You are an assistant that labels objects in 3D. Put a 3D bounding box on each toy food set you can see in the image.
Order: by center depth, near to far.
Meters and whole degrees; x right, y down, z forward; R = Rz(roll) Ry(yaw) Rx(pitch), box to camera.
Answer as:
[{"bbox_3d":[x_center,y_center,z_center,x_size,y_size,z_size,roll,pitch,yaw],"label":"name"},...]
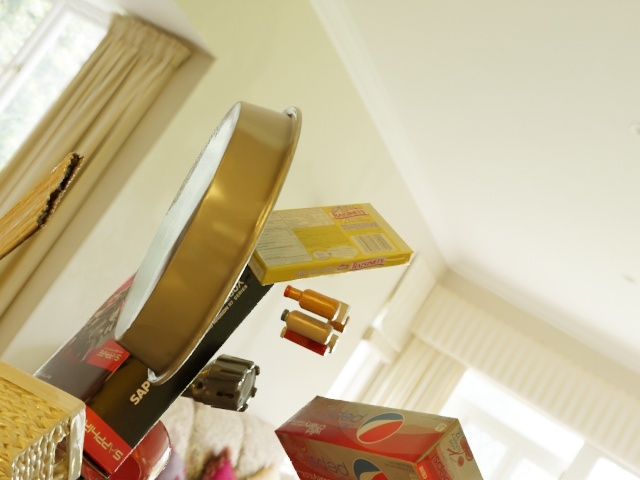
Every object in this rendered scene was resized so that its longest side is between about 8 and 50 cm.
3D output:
[{"bbox_3d":[-0.014,0.154,1.560,0.104,0.111,0.232,23,-5,11],"label":"toy food set"}]

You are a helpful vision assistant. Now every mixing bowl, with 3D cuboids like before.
[{"bbox_3d":[-0.376,0.409,1.513,0.181,0.181,0.098,36,9,-13],"label":"mixing bowl"}]

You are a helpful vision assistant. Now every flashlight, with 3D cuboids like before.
[{"bbox_3d":[-0.248,0.204,1.309,0.303,0.103,0.103,6,-13,17],"label":"flashlight"}]

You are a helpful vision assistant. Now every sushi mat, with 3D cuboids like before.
[{"bbox_3d":[-0.392,0.025,0.904,0.019,0.316,0.151,45,24,-26],"label":"sushi mat"}]

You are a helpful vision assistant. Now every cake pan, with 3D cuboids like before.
[{"bbox_3d":[-0.113,-0.009,0.762,0.054,0.293,0.293,28,-6,-15],"label":"cake pan"}]

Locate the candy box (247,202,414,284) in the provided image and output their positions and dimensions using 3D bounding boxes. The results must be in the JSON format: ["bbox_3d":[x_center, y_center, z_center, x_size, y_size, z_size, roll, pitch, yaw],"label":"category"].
[{"bbox_3d":[0.000,0.000,0.945,0.205,0.027,0.105,-6,38,-33],"label":"candy box"}]

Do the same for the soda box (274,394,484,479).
[{"bbox_3d":[0.062,0.256,0.968,0.263,0.083,0.092,-6,-67,52],"label":"soda box"}]

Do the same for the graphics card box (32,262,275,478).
[{"bbox_3d":[-0.216,0.114,1.053,0.094,0.371,0.232,52,-27,-21],"label":"graphics card box"}]

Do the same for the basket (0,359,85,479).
[{"bbox_3d":[-0.340,0.200,0.822,0.167,0.113,0.103,21,28,15],"label":"basket"}]

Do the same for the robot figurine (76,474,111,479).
[{"bbox_3d":[-0.242,0.379,0.902,0.291,0.085,0.211,25,36,-22],"label":"robot figurine"}]
